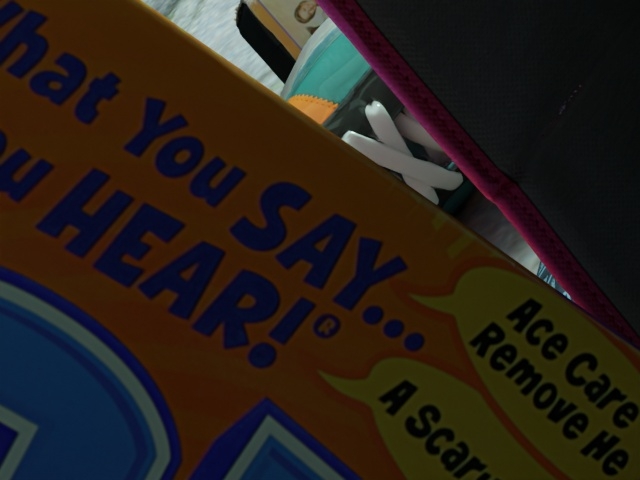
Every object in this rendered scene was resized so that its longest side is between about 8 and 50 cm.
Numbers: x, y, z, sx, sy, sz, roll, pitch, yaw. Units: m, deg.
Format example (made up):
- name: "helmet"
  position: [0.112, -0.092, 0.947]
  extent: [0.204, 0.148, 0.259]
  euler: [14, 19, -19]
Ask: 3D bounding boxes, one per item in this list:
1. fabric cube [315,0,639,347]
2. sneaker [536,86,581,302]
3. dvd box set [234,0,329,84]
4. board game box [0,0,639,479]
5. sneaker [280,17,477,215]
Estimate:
- name: "fabric cube"
  position: [0.187, -0.114, 0.525]
  extent: [0.254, 0.259, 0.258]
  euler: [-9, 38, 56]
- name: "sneaker"
  position: [0.100, -0.041, 0.719]
  extent: [0.104, 0.125, 0.262]
  euler: [-31, 24, 28]
- name: "dvd box set"
  position: [0.128, -0.238, 1.036]
  extent: [0.420, 0.062, 0.307]
  euler: [-42, 5, 0]
- name: "board game box"
  position: [-0.197, 0.097, 0.548]
  extent: [0.356, 0.356, 0.356]
  euler: [4, 63, 61]
- name: "sneaker"
  position: [0.000, 0.000, 0.855]
  extent: [0.302, 0.108, 0.121]
  euler: [-46, 21, 12]
